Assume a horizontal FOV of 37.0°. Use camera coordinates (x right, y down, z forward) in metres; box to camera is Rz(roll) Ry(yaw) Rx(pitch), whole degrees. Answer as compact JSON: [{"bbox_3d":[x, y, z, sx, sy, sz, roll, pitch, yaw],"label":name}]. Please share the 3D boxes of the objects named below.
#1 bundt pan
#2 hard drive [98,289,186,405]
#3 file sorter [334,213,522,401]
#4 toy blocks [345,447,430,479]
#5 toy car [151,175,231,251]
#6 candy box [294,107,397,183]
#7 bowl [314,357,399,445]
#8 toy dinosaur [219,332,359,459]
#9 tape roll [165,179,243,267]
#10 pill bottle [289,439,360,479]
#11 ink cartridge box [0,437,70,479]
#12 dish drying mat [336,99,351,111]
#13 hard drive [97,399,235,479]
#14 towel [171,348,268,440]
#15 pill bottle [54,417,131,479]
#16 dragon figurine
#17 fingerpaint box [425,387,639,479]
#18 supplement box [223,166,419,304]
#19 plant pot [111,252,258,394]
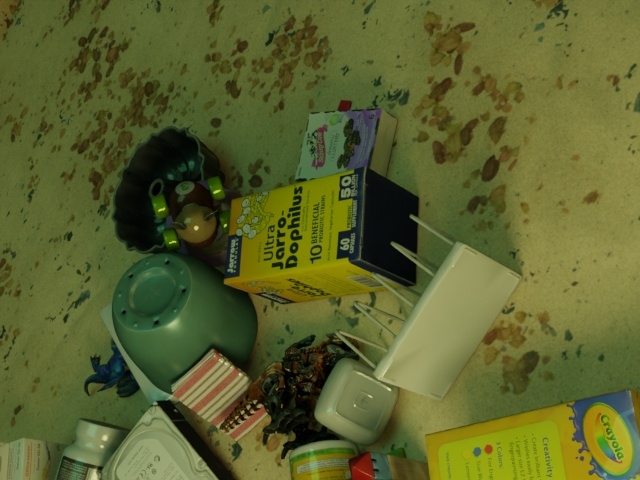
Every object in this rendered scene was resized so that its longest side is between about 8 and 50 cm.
[{"bbox_3d":[-0.361,-0.109,2.360,0.331,0.124,0.331,-16,64,36],"label":"bundt pan"},{"bbox_3d":[-0.363,0.221,2.224,0.210,0.040,0.319,-37,56,-3],"label":"hard drive"},{"bbox_3d":[0.189,0.116,1.755,0.173,0.193,0.278,39,100,46],"label":"file sorter"},{"bbox_3d":[0.113,0.513,1.612,0.191,0.261,0.381,-30,55,29],"label":"toy blocks"},{"bbox_3d":[-0.267,-0.054,2.007,0.155,0.188,0.149,-18,94,-4],"label":"toy car"},{"bbox_3d":[0.054,-0.194,2.067,0.196,0.070,0.165,2,75,37],"label":"candy box"},{"bbox_3d":[0.075,0.302,1.802,0.142,0.142,0.053,-63,8,-18],"label":"bowl"},{"bbox_3d":[-0.055,0.311,1.930,0.322,0.164,0.218,-47,39,30],"label":"toy dinosaur"},{"bbox_3d":[-0.254,-0.038,2.195,0.080,0.189,0.189,25,90,43],"label":"tape roll"},{"bbox_3d":[0.020,0.507,1.779,0.136,0.136,0.246,-25,58,31],"label":"pill bottle"},{"bbox_3d":[-0.697,0.550,2.336,0.067,0.198,0.115,-23,60,33],"label":"ink cartridge box"},{"bbox_3d":[0.045,-0.276,2.156,0.032,0.008,0.083,13,81,42],"label":"dish drying mat"},{"bbox_3d":[-0.308,0.541,2.041,0.339,0.064,0.237,45,105,25],"label":"hard drive"},{"bbox_3d":[-0.199,0.326,2.020,0.144,0.197,0.029,-42,20,20],"label":"towel"},{"bbox_3d":[-0.535,0.563,2.216,0.162,0.162,0.278,7,78,42],"label":"pill bottle"},{"bbox_3d":[-0.494,0.329,2.326,0.289,0.085,0.144,-41,51,19],"label":"dragon figurine"},{"bbox_3d":[0.376,0.490,1.463,0.371,0.163,0.445,-22,60,34],"label":"fingerpaint box"},{"bbox_3d":[0.000,0.000,1.958,0.356,0.195,0.194,-12,66,38],"label":"supplement box"},{"bbox_3d":[-0.315,0.162,2.073,0.293,0.235,0.293,-9,59,16],"label":"plant pot"}]
